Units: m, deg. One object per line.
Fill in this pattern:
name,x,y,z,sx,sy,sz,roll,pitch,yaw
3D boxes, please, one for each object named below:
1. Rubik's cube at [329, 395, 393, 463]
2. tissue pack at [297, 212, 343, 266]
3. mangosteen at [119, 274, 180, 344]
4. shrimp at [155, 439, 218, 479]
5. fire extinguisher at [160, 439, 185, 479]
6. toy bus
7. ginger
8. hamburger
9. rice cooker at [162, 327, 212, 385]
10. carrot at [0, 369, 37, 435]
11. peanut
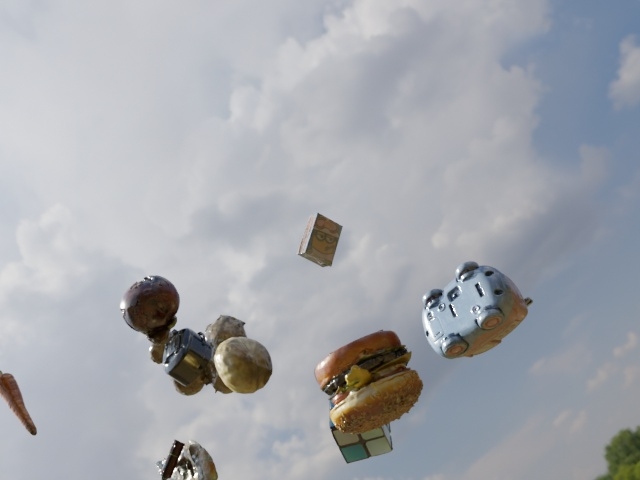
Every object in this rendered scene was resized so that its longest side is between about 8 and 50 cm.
Rubik's cube,0.135,0.609,2.435,0.167,0.183,0.180,-16,-58,12
tissue pack,0.000,0.000,2.454,0.116,0.065,0.155,29,-114,-28
mangosteen,-0.460,0.189,1.991,0.166,0.166,0.180,-27,-61,-25
shrimp,-0.413,0.684,2.215,0.062,0.317,0.164,7,-96,-43
fire extinguisher,-0.445,0.662,2.164,0.056,0.039,0.132,74,-144,-69
toy bus,0.451,0.214,2.076,0.232,0.197,0.294,20,-54,-37
ginger,-0.363,0.358,2.207,0.304,0.244,0.155,-10,-17,-8
hamburger,0.134,0.383,1.941,0.291,0.225,0.291,-24,-21,-10
rice cooker,-0.344,0.296,1.867,0.112,0.165,0.106,-44,-61,14
carrot,-0.905,0.487,2.170,0.061,0.256,0.061,-34,-26,-20
peanut,-0.180,0.290,1.698,0.109,0.140,0.159,-30,-12,15
